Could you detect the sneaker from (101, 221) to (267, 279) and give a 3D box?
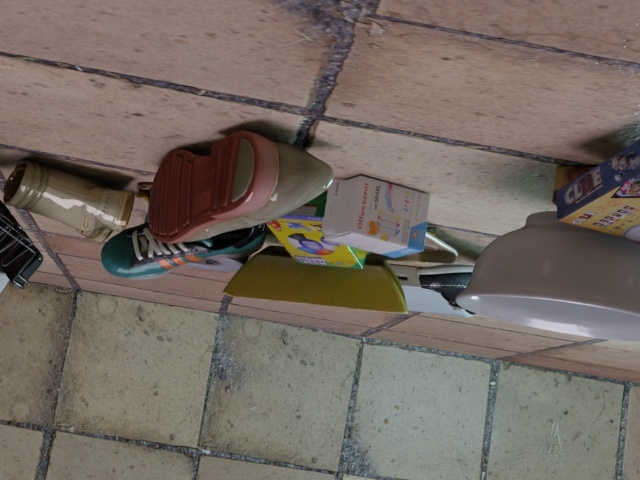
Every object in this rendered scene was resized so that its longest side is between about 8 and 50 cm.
[{"bbox_3d":[-0.246,-0.009,1.829,0.302,0.108,0.121,-12,164,-6],"label":"sneaker"}]

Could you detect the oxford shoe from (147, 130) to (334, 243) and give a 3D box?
[{"bbox_3d":[-0.132,-0.061,1.492,0.147,0.140,0.397,7,173,-32],"label":"oxford shoe"}]

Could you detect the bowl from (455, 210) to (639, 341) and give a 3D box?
[{"bbox_3d":[0.337,0.043,1.371,0.298,0.134,0.298,11,170,2],"label":"bowl"}]

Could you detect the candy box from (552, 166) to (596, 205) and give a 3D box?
[{"bbox_3d":[0.386,-0.048,1.357,0.109,0.053,0.187,3,169,30],"label":"candy box"}]

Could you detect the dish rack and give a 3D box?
[{"bbox_3d":[-0.572,-0.056,1.667,0.208,0.074,0.271,43,174,36],"label":"dish rack"}]

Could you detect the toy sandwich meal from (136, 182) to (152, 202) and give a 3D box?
[{"bbox_3d":[-0.282,-0.076,1.796,0.086,0.029,0.085,8,169,2],"label":"toy sandwich meal"}]

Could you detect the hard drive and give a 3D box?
[{"bbox_3d":[0.211,0.113,2.323,0.233,0.047,0.353,6,169,17],"label":"hard drive"}]

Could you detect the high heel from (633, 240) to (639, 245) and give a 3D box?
[{"bbox_3d":[0.455,0.042,1.584,0.082,0.117,0.244,-2,165,44],"label":"high heel"}]

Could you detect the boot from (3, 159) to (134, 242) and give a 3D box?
[{"bbox_3d":[-0.454,-0.068,1.807,0.204,0.095,0.262,17,172,-22],"label":"boot"}]

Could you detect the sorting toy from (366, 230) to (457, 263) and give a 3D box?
[{"bbox_3d":[0.120,-0.010,1.813,0.193,0.038,0.208,2,163,30],"label":"sorting toy"}]

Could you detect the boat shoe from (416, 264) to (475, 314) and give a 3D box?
[{"bbox_3d":[0.289,0.094,1.922,0.303,0.091,0.114,5,177,-42],"label":"boat shoe"}]

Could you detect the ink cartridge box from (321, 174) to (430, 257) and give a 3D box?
[{"bbox_3d":[0.078,-0.036,1.549,0.143,0.092,0.090,13,168,-25],"label":"ink cartridge box"}]

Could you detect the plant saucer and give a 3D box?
[{"bbox_3d":[0.002,0.066,1.961,0.333,0.080,0.333,6,-177,3],"label":"plant saucer"}]

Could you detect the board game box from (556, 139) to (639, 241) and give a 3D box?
[{"bbox_3d":[0.403,-0.065,1.143,0.165,0.042,0.243,13,155,-23],"label":"board game box"}]

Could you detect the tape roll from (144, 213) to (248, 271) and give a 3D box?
[{"bbox_3d":[-0.250,0.005,2.074,0.219,0.072,0.219,8,169,1],"label":"tape roll"}]

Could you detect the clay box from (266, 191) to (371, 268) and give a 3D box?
[{"bbox_3d":[-0.004,-0.011,1.732,0.128,0.053,0.222,4,154,24],"label":"clay box"}]

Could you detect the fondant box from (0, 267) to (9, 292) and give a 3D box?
[{"bbox_3d":[-0.706,-0.029,1.744,0.330,0.096,0.238,43,-169,31],"label":"fondant box"}]
